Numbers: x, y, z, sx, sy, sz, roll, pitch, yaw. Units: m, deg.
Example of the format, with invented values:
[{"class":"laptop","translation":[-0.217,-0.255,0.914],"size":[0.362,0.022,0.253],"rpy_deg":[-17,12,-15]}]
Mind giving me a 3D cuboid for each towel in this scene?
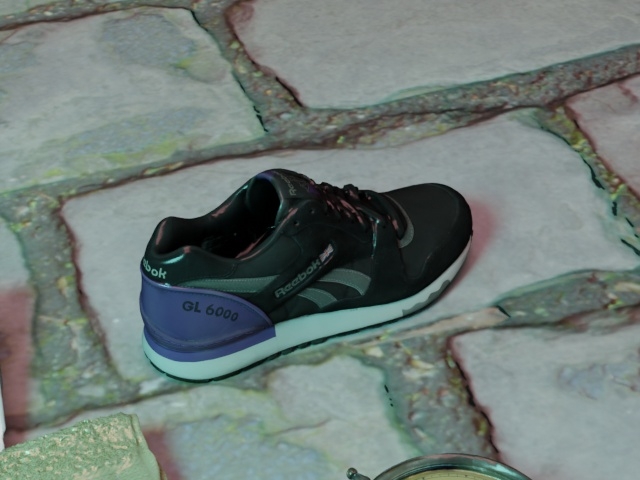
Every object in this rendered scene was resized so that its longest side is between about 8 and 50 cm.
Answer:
[{"class":"towel","translation":[-0.169,0.169,0.955],"size":[0.148,0.027,0.110],"rpy_deg":[-18,51,-22]}]

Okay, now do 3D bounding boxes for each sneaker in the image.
[{"class":"sneaker","translation":[0.000,0.000,1.104],"size":[0.283,0.124,0.107],"rpy_deg":[-23,44,-27]}]

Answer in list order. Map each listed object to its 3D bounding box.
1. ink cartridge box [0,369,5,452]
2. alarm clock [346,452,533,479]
[{"class":"ink cartridge box","translation":[-0.306,0.126,1.024],"size":[0.181,0.056,0.224],"rpy_deg":[-9,58,-11]},{"class":"alarm clock","translation":[0.101,0.195,0.902],"size":[0.192,0.064,0.129],"rpy_deg":[5,38,11]}]
